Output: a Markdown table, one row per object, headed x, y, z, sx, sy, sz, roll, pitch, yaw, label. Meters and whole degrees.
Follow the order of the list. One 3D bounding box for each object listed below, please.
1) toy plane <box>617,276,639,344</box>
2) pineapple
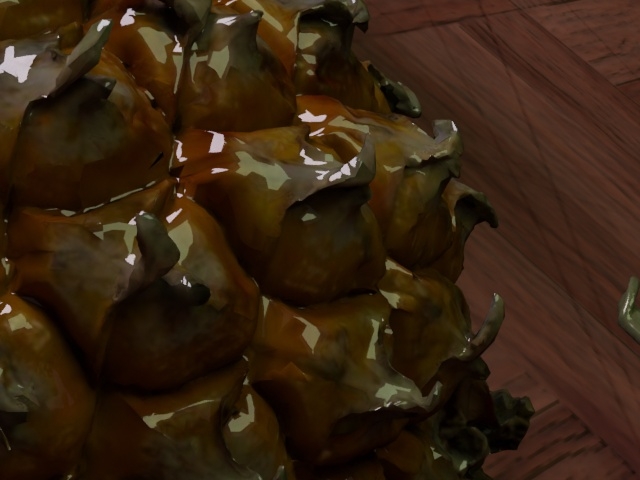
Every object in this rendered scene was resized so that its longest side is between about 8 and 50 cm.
| x | y | z | sx | sy | sz | roll | pitch | yaw | label |
| --- | --- | --- | --- | --- | --- | --- | --- | --- | --- |
| 0.227 | 0.105 | 0.749 | 0.229 | 0.092 | 0.244 | 29 | 30 | -7 | toy plane |
| 0.003 | 0.002 | 0.595 | 0.286 | 0.209 | 0.344 | 28 | 30 | -5 | pineapple |
